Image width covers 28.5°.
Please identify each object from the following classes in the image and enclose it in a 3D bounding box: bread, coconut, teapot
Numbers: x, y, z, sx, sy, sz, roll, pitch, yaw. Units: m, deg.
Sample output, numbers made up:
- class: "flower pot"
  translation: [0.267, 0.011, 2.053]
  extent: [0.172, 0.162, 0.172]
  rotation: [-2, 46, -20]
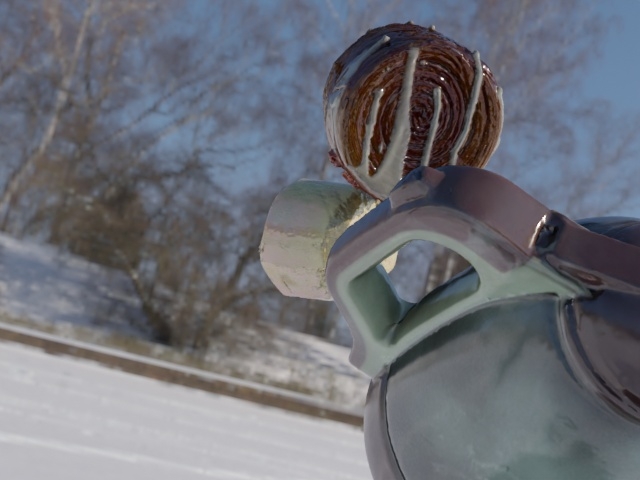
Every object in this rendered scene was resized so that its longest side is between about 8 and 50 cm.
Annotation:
- class: "bread"
  translation: [0.080, -0.105, 1.093]
  extent: [0.160, 0.161, 0.073]
  rotation: [18, 14, -27]
- class: "coconut"
  translation: [0.000, 0.000, 1.184]
  extent: [0.122, 0.116, 0.116]
  rotation: [5, -13, 38]
- class: "teapot"
  translation: [0.149, 0.076, 0.879]
  extent: [0.315, 0.233, 0.312]
  rotation: [30, -31, -2]
